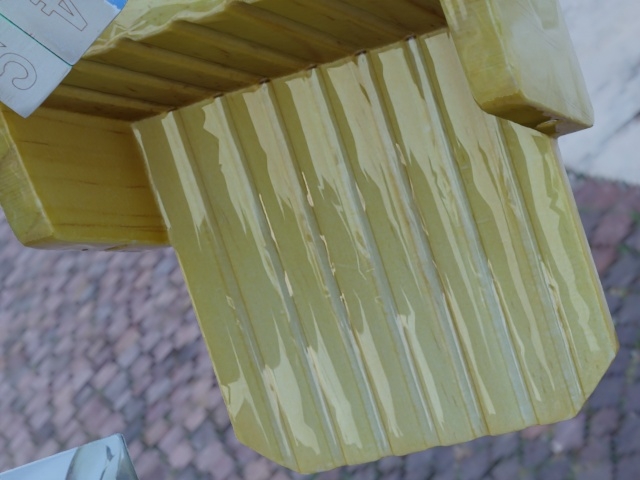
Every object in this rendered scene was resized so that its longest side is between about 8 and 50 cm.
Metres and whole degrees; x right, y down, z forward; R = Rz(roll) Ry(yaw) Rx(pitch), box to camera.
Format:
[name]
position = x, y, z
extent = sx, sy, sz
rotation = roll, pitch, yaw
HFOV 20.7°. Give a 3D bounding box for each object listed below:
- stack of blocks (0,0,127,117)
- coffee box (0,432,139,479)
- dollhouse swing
[stack of blocks]
position = -0.204, -0.212, 0.782
extent = 0.087, 0.297, 0.171
rotation = -41, 20, 39
[coffee box]
position = -0.136, 0.276, 0.921
extent = 0.168, 0.297, 0.119
rotation = -16, -18, -24
[dollhouse swing]
position = 0.000, 0.000, 1.144
extent = 0.347, 0.315, 0.305
rotation = -14, 84, 20
